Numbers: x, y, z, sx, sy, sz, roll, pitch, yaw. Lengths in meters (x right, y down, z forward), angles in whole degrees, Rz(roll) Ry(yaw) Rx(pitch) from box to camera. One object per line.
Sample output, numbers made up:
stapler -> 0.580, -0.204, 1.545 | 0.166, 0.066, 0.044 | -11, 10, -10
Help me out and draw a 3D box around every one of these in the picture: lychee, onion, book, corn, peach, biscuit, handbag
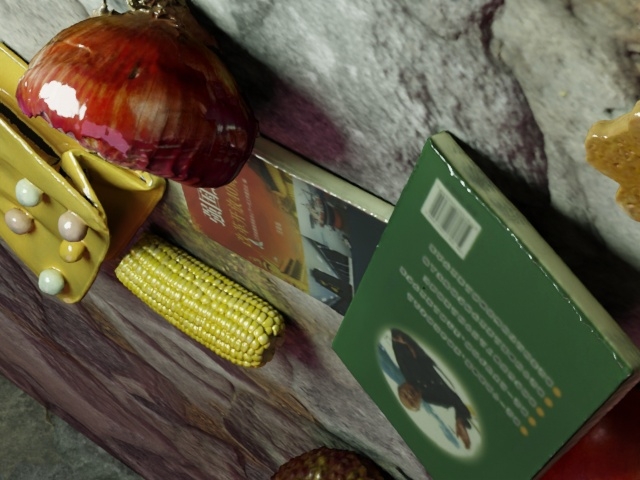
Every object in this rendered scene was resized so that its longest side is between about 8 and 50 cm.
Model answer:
lychee -> 0.019, 0.441, 1.787 | 0.236, 0.271, 0.236 | 7, 138, 6
onion -> -0.155, -0.145, 1.074 | 0.230, 0.163, 0.230 | 18, -177, -1
book -> 0.135, 0.101, 1.088 | 0.260, 0.043, 0.371 | 52, 150, 19
corn -> -0.158, 0.079, 1.550 | 0.244, 0.093, 0.093 | 31, 156, 15
peach -> 0.293, 0.228, 1.171 | 0.190, 0.192, 0.190 | 14, -173, -2
biscuit -> 0.270, -0.031, 0.831 | 0.184, 0.027, 0.133 | 35, 156, 0
book -> 0.000, 0.000, 1.266 | 0.374, 0.028, 0.262 | 28, 156, 18
handbag -> -0.374, -0.074, 1.543 | 0.283, 0.133, 0.401 | 44, 156, -2
